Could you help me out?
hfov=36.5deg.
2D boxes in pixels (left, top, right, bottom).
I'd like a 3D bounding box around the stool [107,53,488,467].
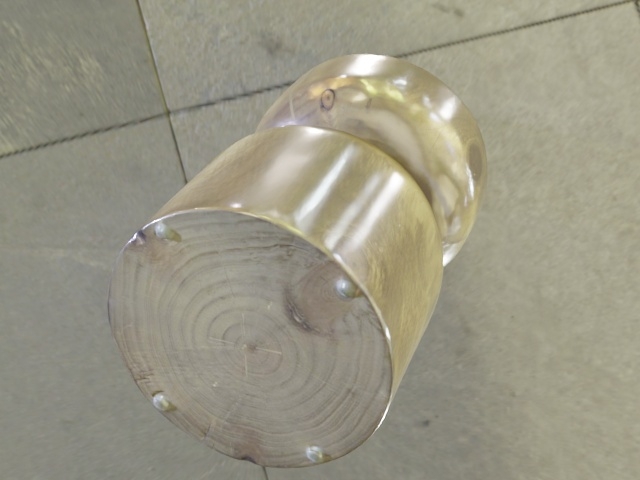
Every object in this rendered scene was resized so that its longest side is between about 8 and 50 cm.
[{"bbox_3d":[0.000,0.000,0.651,0.179,0.264,0.179,10,121,17],"label":"stool"}]
